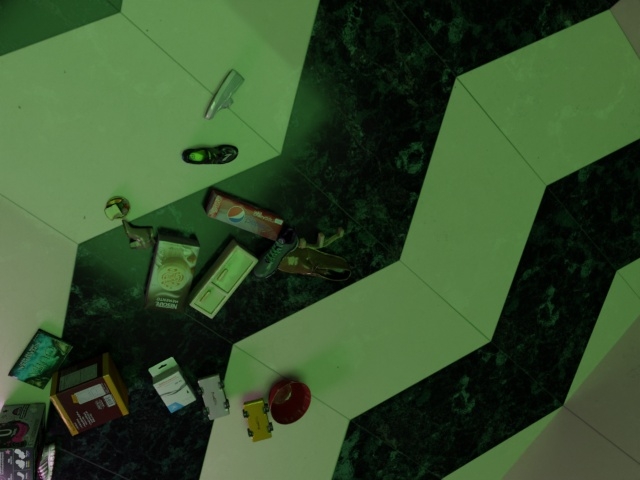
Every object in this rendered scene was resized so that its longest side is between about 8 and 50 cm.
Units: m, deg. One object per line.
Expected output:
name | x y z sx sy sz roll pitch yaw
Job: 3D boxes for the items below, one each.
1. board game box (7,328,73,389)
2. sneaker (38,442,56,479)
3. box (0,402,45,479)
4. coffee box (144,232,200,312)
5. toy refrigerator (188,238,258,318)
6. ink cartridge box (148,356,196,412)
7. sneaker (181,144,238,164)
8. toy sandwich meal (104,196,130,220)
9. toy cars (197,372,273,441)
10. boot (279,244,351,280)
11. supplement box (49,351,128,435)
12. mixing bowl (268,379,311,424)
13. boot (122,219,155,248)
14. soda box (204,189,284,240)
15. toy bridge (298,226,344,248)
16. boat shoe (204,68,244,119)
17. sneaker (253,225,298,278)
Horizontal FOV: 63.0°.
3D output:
board game box | -0.951 0.406 1.780 0.126 0.026 0.186 34 93 -24
sneaker | -0.994 0.806 1.868 0.074 0.063 0.171 8 98 -21
box | -1.001 0.672 1.722 0.142 0.247 0.163 2 105 -21
coffee box | -0.513 0.114 1.805 0.141 0.098 0.247 11 102 -21
toy refrigerator | -0.350 0.138 1.873 0.102 0.094 0.269 39 91 -25
ink cartridge box | -0.551 0.536 1.941 0.104 0.060 0.180 -27 113 -9
sneaker | -0.366 -0.281 1.748 0.188 0.078 0.067 -8 109 -18
toy sandwich meal | -0.670 -0.104 1.722 0.085 0.029 0.086 -6 108 -18
toy cars | -0.330 0.640 2.040 0.393 0.087 0.176 36 98 -21
boot | -0.027 0.090 1.961 0.305 0.115 0.112 8 107 -19
supplement box | -0.792 0.528 1.803 0.194 0.129 0.191 -19 120 -13
mixing bowl | -0.138 0.628 2.083 0.181 0.098 0.182 -8 106 -30
boot | -0.610 -0.026 1.765 0.087 0.042 0.119 -19 113 -20
soda box | -0.267 -0.088 1.833 0.263 0.092 0.083 21 99 -24
toy bridge | 0.000 0.000 1.975 0.188 0.026 0.063 -17 140 -26
boat shoe | -0.314 -0.470 1.723 0.063 0.066 0.184 32 84 -24
sneaker | -0.165 0.037 1.871 0.224 0.083 0.098 -49 160 -28
